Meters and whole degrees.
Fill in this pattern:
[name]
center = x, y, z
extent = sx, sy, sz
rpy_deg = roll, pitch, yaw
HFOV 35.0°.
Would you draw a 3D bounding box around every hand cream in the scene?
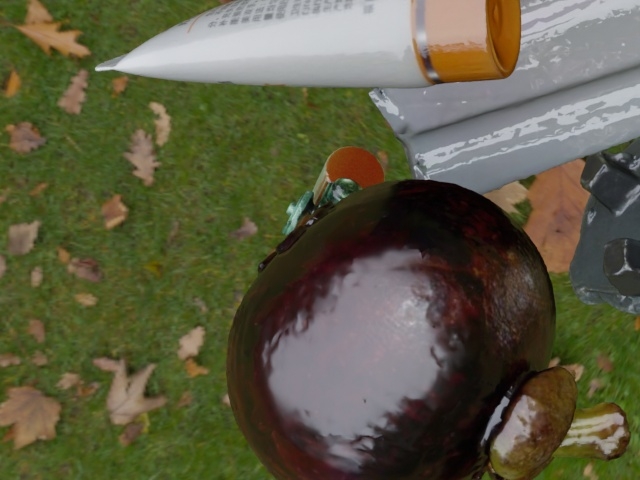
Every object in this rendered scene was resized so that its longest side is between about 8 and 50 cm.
[hand cream]
center = -0.014, -0.156, 0.761
extent = 0.314, 0.140, 0.089
rpy_deg = 4, 116, 29

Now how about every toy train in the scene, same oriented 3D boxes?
[toy train]
center = 0.000, 0.000, 1.390
extent = 0.116, 0.177, 0.285
rpy_deg = 26, 135, 0

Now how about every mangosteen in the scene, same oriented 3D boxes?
[mangosteen]
center = 0.072, 0.100, 0.854
extent = 0.297, 0.297, 0.293
rpy_deg = -38, 105, 14

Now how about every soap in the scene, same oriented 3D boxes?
[soap]
center = 0.236, -0.276, 0.930
extent = 0.435, 0.213, 0.350
rpy_deg = -18, 114, 23

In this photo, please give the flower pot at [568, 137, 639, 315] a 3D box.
[flower pot]
center = 0.502, -0.002, 1.458
extent = 0.299, 0.283, 0.299
rpy_deg = -34, 45, 41
